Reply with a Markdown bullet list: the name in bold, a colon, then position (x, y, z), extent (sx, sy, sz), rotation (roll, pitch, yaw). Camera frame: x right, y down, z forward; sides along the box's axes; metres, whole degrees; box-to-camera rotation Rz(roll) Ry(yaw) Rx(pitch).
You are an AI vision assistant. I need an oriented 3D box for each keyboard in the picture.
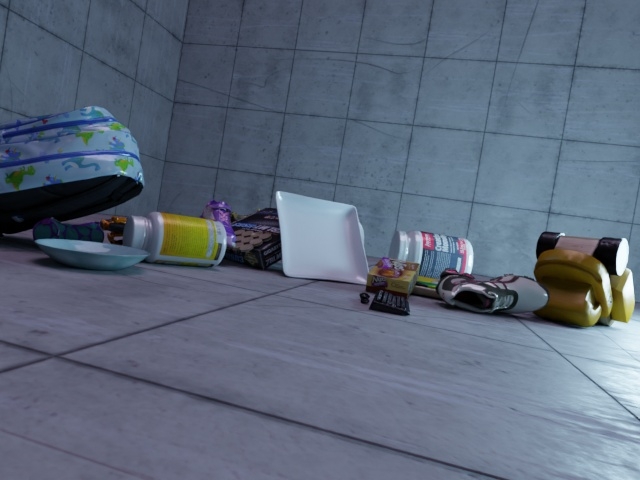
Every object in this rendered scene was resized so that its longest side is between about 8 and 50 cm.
- **keyboard**: position (0.133, 0.125, 0.928), extent (0.108, 0.023, 0.180), rotation (9, 0, 10)

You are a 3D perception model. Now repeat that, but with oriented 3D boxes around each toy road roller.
- **toy road roller**: position (0.678, 0.145, 1.181), extent (0.202, 0.240, 0.329), rotation (10, -36, 47)

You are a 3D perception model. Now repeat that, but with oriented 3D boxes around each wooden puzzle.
- **wooden puzzle**: position (0.346, 0.140, 1.294), extent (0.221, 0.044, 0.238), rotation (9, 1, 20)

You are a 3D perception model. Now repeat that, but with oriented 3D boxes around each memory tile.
- **memory tile**: position (-0.221, 0.001, 1.263), extent (0.148, 0.012, 0.113), rotation (7, 30, 38)

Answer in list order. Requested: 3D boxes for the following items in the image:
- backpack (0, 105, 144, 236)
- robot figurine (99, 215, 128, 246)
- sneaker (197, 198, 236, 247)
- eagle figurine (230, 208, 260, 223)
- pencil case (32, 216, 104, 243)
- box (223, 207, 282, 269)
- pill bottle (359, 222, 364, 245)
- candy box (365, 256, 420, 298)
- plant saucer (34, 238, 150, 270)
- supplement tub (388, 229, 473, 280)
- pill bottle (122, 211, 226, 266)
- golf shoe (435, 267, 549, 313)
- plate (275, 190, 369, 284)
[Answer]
- **backpack**: position (-0.586, -0.153, 0.992), extent (0.355, 0.273, 0.290), rotation (-2, -13, -5)
- **robot figurine**: position (-0.461, -0.009, 1.244), extent (0.291, 0.085, 0.211), rotation (9, 1, -30)
- **sneaker**: position (-0.285, -0.055, 1.238), extent (0.095, 0.104, 0.236), rotation (24, 7, -30)
- **eagle figurine**: position (-0.250, -0.013, 1.689), extent (0.226, 0.225, 0.298), rotation (-33, 57, -21)
- **pencil case**: position (-0.565, -0.014, 1.006), extent (0.064, 0.070, 0.151), rotation (9, 0, 12)
- **box**: position (-0.173, -0.019, 1.398), extent (0.295, 0.073, 0.293), rotation (9, 27, 42)
- **pill bottle**: position (-0.014, -0.012, 1.866), extent (0.361, 0.204, 0.204), rotation (10, 2, 39)
- **candy box**: position (0.197, 0.096, 1.180), extent (0.109, 0.053, 0.186), rotation (10, 16, 19)
- **plant saucer**: position (-0.426, 0.029, 0.833), extent (0.195, 0.037, 0.195), rotation (9, 1, 0)
- **supplement tub**: position (0.402, 0.066, 1.637), extent (0.272, 0.191, 0.191), rotation (9, 1, -3)
- **pill bottle**: position (-0.339, -0.002, 1.038), extent (0.215, 0.117, 0.117), rotation (8, 2, -38)
- **golf shoe**: position (0.421, 0.143, 1.077), extent (0.273, 0.105, 0.120), rotation (5, 19, 6)
- **plate**: position (0.000, 0.000, 1.284), extent (0.277, 0.278, 0.045), rotation (9, -34, -28)
